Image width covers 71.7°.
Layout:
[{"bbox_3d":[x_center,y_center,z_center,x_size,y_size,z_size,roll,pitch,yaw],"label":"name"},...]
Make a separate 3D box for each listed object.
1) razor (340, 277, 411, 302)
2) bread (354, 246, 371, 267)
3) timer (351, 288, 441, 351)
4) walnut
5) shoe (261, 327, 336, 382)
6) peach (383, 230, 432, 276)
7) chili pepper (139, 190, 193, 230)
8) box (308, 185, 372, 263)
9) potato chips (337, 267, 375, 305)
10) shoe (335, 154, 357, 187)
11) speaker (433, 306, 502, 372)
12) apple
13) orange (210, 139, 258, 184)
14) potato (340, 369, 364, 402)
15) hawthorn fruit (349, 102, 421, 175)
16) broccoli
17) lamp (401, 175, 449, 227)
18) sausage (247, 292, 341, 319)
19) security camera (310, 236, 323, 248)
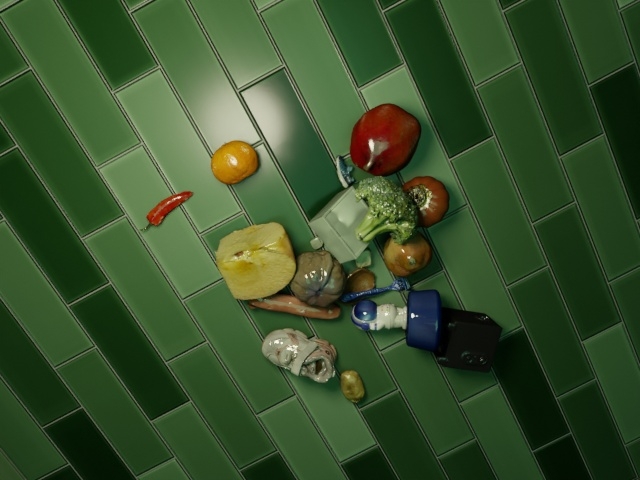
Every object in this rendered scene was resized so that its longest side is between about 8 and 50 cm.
[{"bbox_3d":[0.240,0.229,1.982,0.324,0.056,0.093,-14,62,-11],"label":"razor"},{"bbox_3d":[0.185,0.072,1.960,0.077,0.070,0.083,-5,101,-3],"label":"bread"},{"bbox_3d":[0.326,0.340,1.956,0.384,0.270,0.270,3,102,8],"label":"timer"},{"bbox_3d":[-0.012,0.156,1.887,0.249,0.248,0.248,-1,102,-4],"label":"walnut"},{"bbox_3d":[-0.089,0.511,1.971,0.351,0.198,0.171,11,100,-7],"label":"shoe"},{"bbox_3d":[0.370,0.058,1.890,0.214,0.235,0.214,1,100,6],"label":"peach"},{"bbox_3d":[-0.655,-0.131,1.864,0.272,0.071,0.063,-40,63,0],"label":"chili pepper"},{"bbox_3d":[0.107,-0.064,1.853,0.225,0.117,0.225,51,56,-12],"label":"box"},{"bbox_3d":[0.156,0.207,1.994,0.150,0.049,0.201,38,99,-32],"label":"potato chips"},{"bbox_3d":[0.104,-0.296,1.879,0.071,0.064,0.142,-22,105,2],"label":"shoe"},{"bbox_3d":[0.649,0.447,2.017,0.254,0.184,0.232,10,102,-8],"label":"speaker"},{"bbox_3d":[-0.258,0.073,1.829,0.309,0.252,0.313,-16,77,3],"label":"apple"},{"bbox_3d":[-0.348,-0.316,1.781,0.193,0.193,0.161,-32,98,3],"label":"orange"},{"bbox_3d":[0.150,0.689,2.088,0.107,0.080,0.170,-17,102,-12],"label":"potato"},{"bbox_3d":[0.249,-0.394,1.746,0.295,0.311,0.294,3,100,17],"label":"hawthorn fruit"},{"bbox_3d":[0.260,-0.112,1.740,0.235,0.260,0.288,-23,71,-34],"label":"broccoli"},{"bbox_3d":[0.431,-0.162,1.863,0.223,0.197,0.223,-5,79,28],"label":"lamp"},{"bbox_3d":[-0.114,0.288,1.974,0.419,0.094,0.094,11,140,-7],"label":"sausage"},{"bbox_3d":[0.000,0.000,1.948,0.092,0.058,0.058,-22,103,13],"label":"security camera"}]
